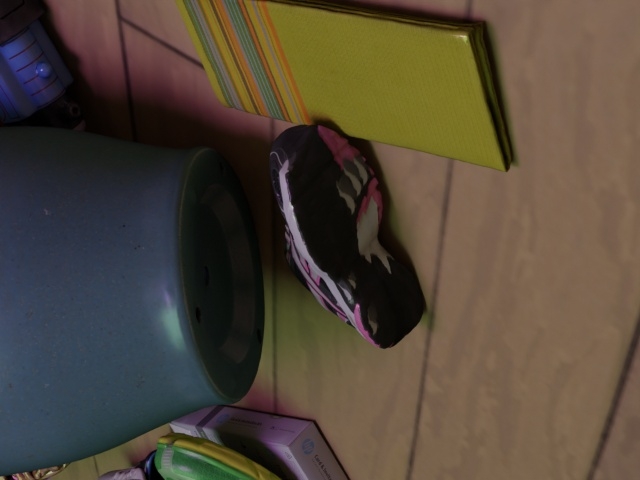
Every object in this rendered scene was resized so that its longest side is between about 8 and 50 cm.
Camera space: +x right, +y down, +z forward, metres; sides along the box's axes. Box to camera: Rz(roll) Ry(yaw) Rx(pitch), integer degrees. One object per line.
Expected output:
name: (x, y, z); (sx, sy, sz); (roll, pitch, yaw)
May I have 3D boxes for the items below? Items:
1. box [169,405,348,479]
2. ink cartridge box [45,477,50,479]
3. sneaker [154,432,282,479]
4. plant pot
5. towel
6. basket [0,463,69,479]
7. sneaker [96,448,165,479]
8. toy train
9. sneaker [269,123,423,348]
box: (-0.044, 0.221, 1.225); (0.186, 0.038, 0.145); (1, 127, 51)
ink cartridge box: (-0.392, 0.175, 1.488); (0.223, 0.129, 0.307); (52, 153, -7)
sneaker: (-0.060, 0.294, 1.170); (0.109, 0.123, 0.295); (-2, 125, 52)
plant pot: (-0.183, 0.038, 0.955); (0.255, 0.271, 0.271); (-7, 127, 13)
towel: (0.010, -0.106, 0.814); (0.237, 0.021, 0.102); (17, 143, 39)
basket: (-0.268, 0.038, 1.240); (0.213, 0.223, 0.299); (-41, 91, 26)
sneaker: (-0.174, 0.258, 1.398); (0.237, 0.085, 0.086); (-7, 94, 57)
toy train: (-0.251, -0.140, 1.036); (0.105, 0.080, 0.184); (-3, 123, 45)
sneaker: (0.000, 0.000, 0.889); (0.077, 0.072, 0.178); (18, 141, 44)
